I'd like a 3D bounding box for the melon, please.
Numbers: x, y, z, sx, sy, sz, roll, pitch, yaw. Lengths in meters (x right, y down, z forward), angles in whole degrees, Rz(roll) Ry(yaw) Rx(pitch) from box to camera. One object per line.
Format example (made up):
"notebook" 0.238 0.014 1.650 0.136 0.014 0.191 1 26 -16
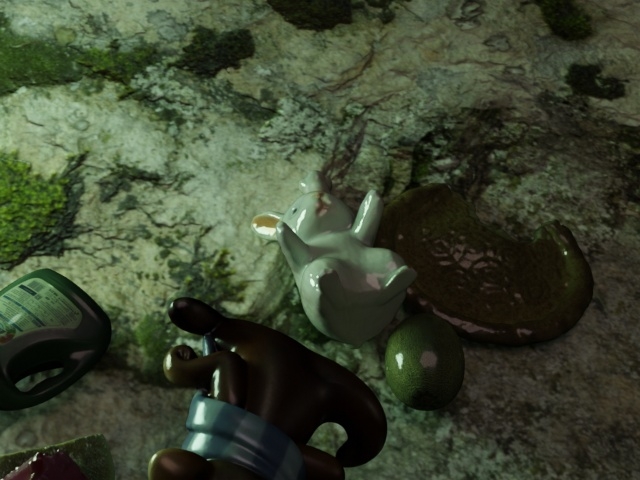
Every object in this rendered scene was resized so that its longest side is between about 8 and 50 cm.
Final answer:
"melon" 0.123 0.143 1.913 0.098 0.098 0.131 5 42 -9

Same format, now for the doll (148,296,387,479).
"doll" -0.083 0.244 1.680 0.318 0.209 0.340 41 38 -16

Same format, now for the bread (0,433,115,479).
"bread" -0.282 0.271 1.705 0.193 0.036 0.112 -8 66 -47

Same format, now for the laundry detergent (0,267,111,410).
"laundry detergent" -0.350 0.132 1.822 0.144 0.078 0.221 37 50 14

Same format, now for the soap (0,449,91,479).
"soap" -0.283 0.318 1.574 0.162 0.250 0.099 40 46 -13

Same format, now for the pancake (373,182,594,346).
"pancake" 0.213 0.025 2.083 0.286 0.033 0.288 -22 57 -28

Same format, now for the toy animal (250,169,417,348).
"toy animal" 0.004 -0.004 1.988 0.140 0.138 0.282 -12 51 -18
